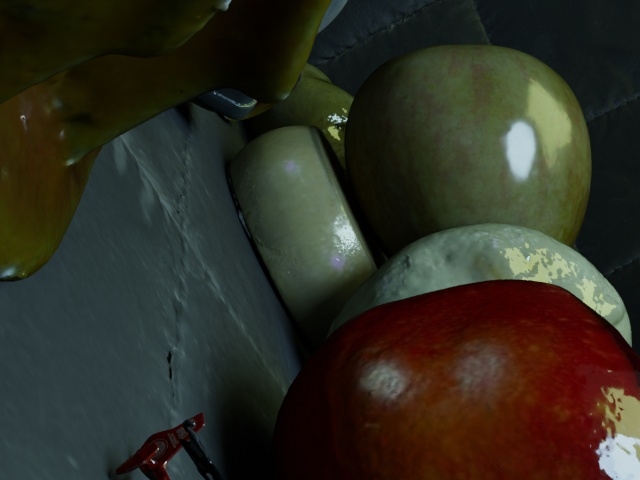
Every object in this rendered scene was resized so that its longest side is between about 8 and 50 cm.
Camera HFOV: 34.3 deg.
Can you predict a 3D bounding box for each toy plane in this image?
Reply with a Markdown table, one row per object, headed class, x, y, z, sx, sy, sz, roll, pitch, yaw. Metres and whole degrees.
| class | x | y | z | sx | sy | sz | roll | pitch | yaw |
| --- | --- | --- | --- | --- | --- | --- | --- | --- | --- |
| toy plane | -0.051 | 0.116 | 0.404 | 0.037 | 0.060 | 0.145 | 60 | -8 | -31 |

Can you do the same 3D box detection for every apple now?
| class | x | y | z | sx | sy | sz | roll | pitch | yaw |
| --- | --- | --- | --- | --- | --- | --- | --- | --- | --- |
| apple | 0.146 | -0.066 | 1.050 | 0.257 | 0.256 | 0.234 | 39 | 54 | -75 |

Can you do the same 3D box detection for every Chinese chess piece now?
| class | x | y | z | sx | sy | sz | roll | pitch | yaw |
| --- | --- | --- | --- | --- | --- | --- | --- | --- | --- |
| Chinese chess piece | 0.000 | 0.000 | 1.072 | 0.251 | 0.097 | 0.251 | 63 | 7 | -14 |

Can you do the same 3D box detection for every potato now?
| class | x | y | z | sx | sy | sz | roll | pitch | yaw |
| --- | --- | --- | --- | --- | --- | --- | --- | --- | --- |
| potato | -0.016 | -0.148 | 1.311 | 0.194 | 0.157 | 0.157 | 65 | 7 | 28 |

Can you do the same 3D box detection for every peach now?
| class | x | y | z | sx | sy | sz | roll | pitch | yaw |
| --- | --- | --- | --- | --- | --- | --- | --- | --- | --- |
| peach | 0.089 | 0.138 | 0.624 | 0.245 | 0.249 | 0.275 | 20 | 28 | -15 |

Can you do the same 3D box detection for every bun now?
| class | x | y | z | sx | sy | sz | roll | pitch | yaw |
| --- | --- | --- | --- | --- | --- | --- | --- | --- | --- |
| bun | 0.149 | 0.125 | 0.921 | 0.287 | 0.287 | 0.146 | 60 | 5 | -25 |

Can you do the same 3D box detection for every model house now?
| class | x | y | z | sx | sy | sz | roll | pitch | yaw |
| --- | --- | --- | --- | --- | --- | --- | --- | --- | --- |
| model house | -0.061 | -0.104 | 0.385 | 0.173 | 0.239 | 0.268 | 62 | 6 | -22 |

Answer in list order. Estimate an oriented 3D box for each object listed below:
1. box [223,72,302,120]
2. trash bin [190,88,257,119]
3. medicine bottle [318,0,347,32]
| class | x | y | z | sx | sy | sz | roll | pitch | yaw |
| --- | --- | --- | --- | --- | --- | --- | --- | --- | --- |
| box | -0.072 | -0.178 | 1.162 | 0.037 | 0.105 | 0.105 | 59 | 6 | 11 |
| trash bin | -0.055 | -0.222 | 0.913 | 0.101 | 0.236 | 0.177 | 30 | 49 | -17 |
| medicine bottle | -0.119 | -0.386 | 1.156 | 0.340 | 0.208 | 0.208 | 66 | 7 | 18 |
